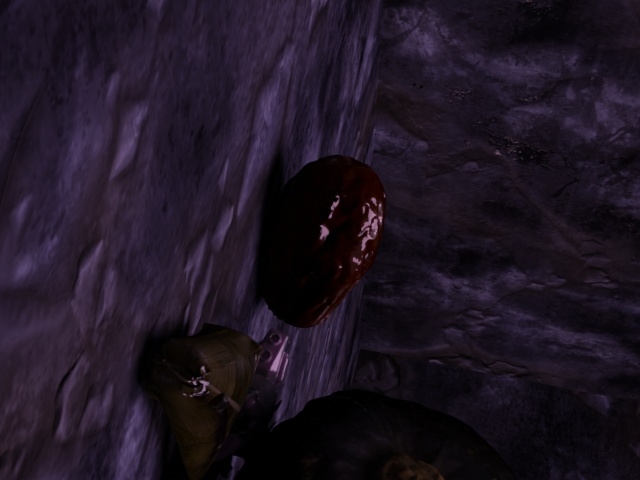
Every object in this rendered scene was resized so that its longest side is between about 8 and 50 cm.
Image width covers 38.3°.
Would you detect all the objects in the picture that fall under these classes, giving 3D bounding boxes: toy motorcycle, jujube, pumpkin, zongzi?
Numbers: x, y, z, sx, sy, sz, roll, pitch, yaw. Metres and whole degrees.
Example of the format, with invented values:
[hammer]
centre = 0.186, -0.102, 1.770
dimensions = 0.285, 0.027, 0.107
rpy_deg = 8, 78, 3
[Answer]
[toy motorcycle]
centre = -0.109, 0.218, 1.273
dimensions = 0.204, 0.108, 0.239
rpy_deg = 85, 17, -62
[jujube]
centre = 0.000, 0.000, 1.528
dimensions = 0.197, 0.197, 0.290
rpy_deg = -55, 169, -72
[pumpkin]
centre = 0.074, 0.415, 1.229
dimensions = 0.454, 0.454, 0.344
rpy_deg = -68, 178, -55
[zongzi]
centre = -0.153, 0.204, 1.048
dimensions = 0.205, 0.094, 0.205
rpy_deg = 4, 105, -78
